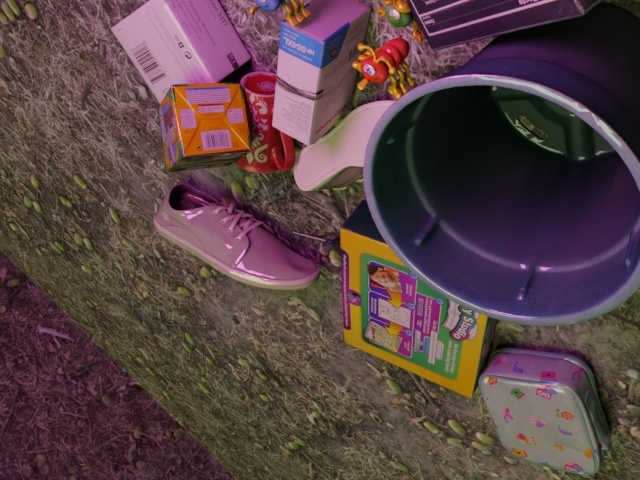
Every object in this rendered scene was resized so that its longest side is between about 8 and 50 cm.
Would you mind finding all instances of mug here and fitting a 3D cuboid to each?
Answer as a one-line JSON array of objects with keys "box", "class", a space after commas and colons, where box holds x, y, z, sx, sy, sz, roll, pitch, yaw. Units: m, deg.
[{"box": [-0.095, -0.224, 1.256, 0.150, 0.113, 0.169, 22, 134, 15], "class": "mug"}]

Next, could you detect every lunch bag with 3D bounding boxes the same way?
[{"box": [0.466, 0.350, 1.334, 0.224, 0.108, 0.279, -3, 125, 38], "class": "lunch bag"}]

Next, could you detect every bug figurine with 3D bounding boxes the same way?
[{"box": [0.045, -0.336, 0.938, 0.279, 0.216, 0.072, 36, 154, 10], "class": "bug figurine"}]

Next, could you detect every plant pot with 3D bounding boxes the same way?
[{"box": [0.281, -0.129, 0.838, 0.341, 0.334, 0.341, 23, 139, 21], "class": "plant pot"}]

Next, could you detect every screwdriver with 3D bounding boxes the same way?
[{"box": [0.000, 0.000, 1.454, 0.170, 0.025, 0.024, 11, 133, 32], "class": "screwdriver"}]

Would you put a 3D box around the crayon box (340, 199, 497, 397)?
[{"box": [0.203, 0.125, 1.340, 0.313, 0.106, 0.363, 20, 138, 23], "class": "crayon box"}]

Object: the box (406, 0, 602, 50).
[{"box": [0.186, -0.393, 0.705, 0.294, 0.183, 0.296, 57, 169, -19], "class": "box"}]

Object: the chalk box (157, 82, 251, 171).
[{"box": [-0.230, -0.209, 1.241, 0.213, 0.132, 0.132, 173, 88, -66], "class": "chalk box"}]

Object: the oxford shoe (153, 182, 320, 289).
[{"box": [-0.202, -0.012, 1.519, 0.449, 0.169, 0.130, 25, 118, 20], "class": "oxford shoe"}]

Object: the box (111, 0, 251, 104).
[{"box": [-0.264, -0.374, 1.235, 0.182, 0.119, 0.181, -10, 120, 44], "class": "box"}]

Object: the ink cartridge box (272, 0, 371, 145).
[{"box": [-0.002, -0.283, 1.078, 0.086, 0.148, 0.203, 29, 140, 15], "class": "ink cartridge box"}]

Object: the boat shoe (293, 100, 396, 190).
[{"box": [0.075, -0.166, 1.176, 0.305, 0.091, 0.109, -22, 74, 47], "class": "boat shoe"}]
